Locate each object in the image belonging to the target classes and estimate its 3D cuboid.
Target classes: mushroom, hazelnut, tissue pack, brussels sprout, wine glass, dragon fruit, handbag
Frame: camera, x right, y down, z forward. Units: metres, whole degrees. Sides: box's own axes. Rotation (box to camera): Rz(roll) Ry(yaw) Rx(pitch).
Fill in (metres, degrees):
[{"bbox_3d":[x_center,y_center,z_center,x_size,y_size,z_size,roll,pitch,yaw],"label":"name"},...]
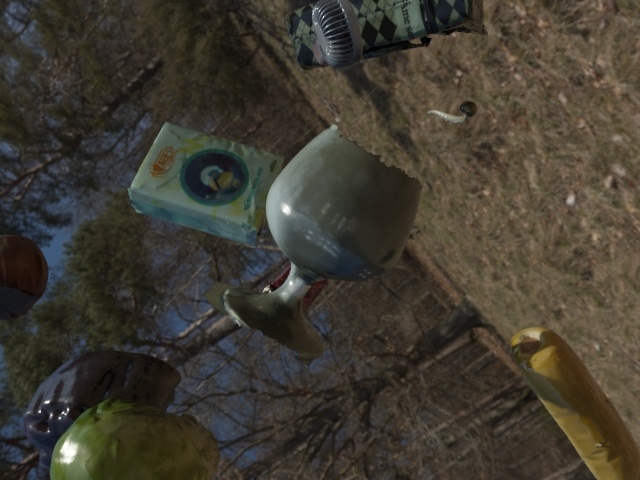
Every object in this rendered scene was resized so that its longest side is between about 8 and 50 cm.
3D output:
[{"bbox_3d":[0.363,-0.343,1.418,0.068,0.043,0.306,54,-178,-10],"label":"mushroom"},{"bbox_3d":[-0.807,0.092,1.348,0.181,0.212,0.181,-100,-14,-50],"label":"hazelnut"},{"bbox_3d":[-0.331,-0.171,1.568,0.387,0.162,0.287,16,-119,0],"label":"tissue pack"},{"bbox_3d":[-0.363,0.463,1.013,0.316,0.242,0.274,28,-124,-30],"label":"brussels sprout"},{"bbox_3d":[0.000,0.000,0.805,0.238,0.323,0.238,32,-173,-4],"label":"wine glass"},{"bbox_3d":[-0.070,0.149,1.481,0.147,0.211,0.282,46,-149,-2],"label":"dragon fruit"},{"bbox_3d":[0.171,-0.526,1.254,0.316,0.415,0.180,-30,-70,-62],"label":"handbag"}]

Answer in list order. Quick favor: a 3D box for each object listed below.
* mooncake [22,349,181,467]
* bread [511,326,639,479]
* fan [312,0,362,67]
[{"bbox_3d":[-0.521,0.447,1.275,0.212,0.350,0.381,-80,-10,-49],"label":"mooncake"},{"bbox_3d":[0.446,0.283,0.894,0.305,0.091,0.142,53,-162,-6],"label":"bread"},{"bbox_3d":[0.026,-0.408,1.053,0.244,0.074,0.130,-136,25,-78],"label":"fan"}]
